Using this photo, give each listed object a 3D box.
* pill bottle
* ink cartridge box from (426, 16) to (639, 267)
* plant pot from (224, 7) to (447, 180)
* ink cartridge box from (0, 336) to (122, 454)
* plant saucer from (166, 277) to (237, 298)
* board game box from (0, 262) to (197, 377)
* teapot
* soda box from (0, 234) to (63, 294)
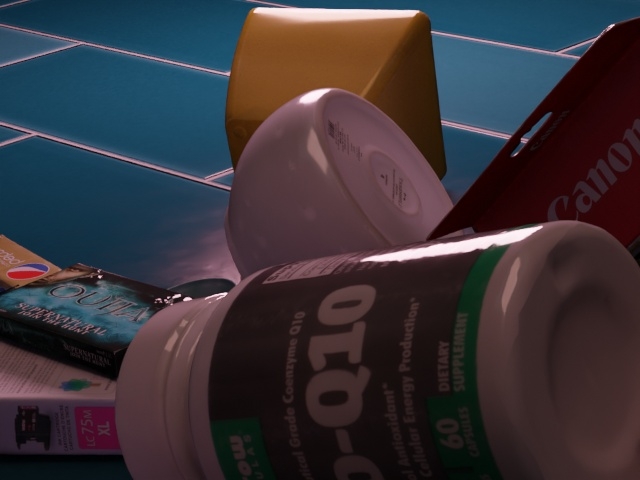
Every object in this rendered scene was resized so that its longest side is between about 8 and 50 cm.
[{"bbox_3d":[0.041,0.107,1.214,0.361,0.204,0.204,-11,12,41],"label":"pill bottle"},{"bbox_3d":[0.282,-0.065,1.537,0.271,0.309,0.130,-17,65,-40],"label":"ink cartridge box"},{"bbox_3d":[0.003,-0.115,1.918,0.212,0.212,0.187,4,34,19],"label":"plant pot"},{"bbox_3d":[-0.273,0.121,1.525,0.311,0.065,0.186,1,20,6],"label":"ink cartridge box"},{"bbox_3d":[-0.130,0.072,1.655,0.119,0.021,0.119,-17,20,6],"label":"plant saucer"},{"bbox_3d":[-0.195,0.066,1.542,0.186,0.026,0.126,14,27,39],"label":"board game box"},{"bbox_3d":[0.000,0.000,1.629,0.187,0.253,0.256,-36,-15,24],"label":"teapot"},{"bbox_3d":[-0.292,0.050,1.714,0.058,0.061,0.181,-18,25,-32],"label":"soda box"}]
